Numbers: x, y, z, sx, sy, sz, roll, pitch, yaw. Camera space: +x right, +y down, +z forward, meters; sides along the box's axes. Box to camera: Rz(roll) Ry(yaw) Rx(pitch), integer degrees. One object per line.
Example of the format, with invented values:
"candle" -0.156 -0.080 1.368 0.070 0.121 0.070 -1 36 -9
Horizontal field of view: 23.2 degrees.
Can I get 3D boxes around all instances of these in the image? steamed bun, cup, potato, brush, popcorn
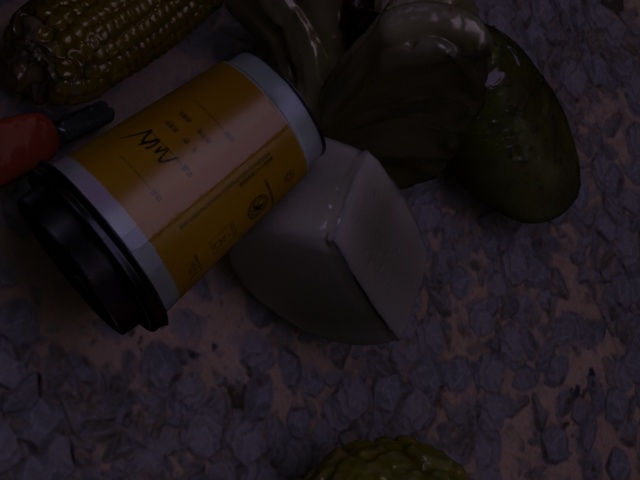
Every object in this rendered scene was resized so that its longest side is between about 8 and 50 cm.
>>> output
"steamed bun" 0.000 0.000 1.665 0.241 0.164 0.146 55 50 -49
"cup" -0.141 -0.052 1.500 0.280 0.196 0.196 -40 111 -14
"potato" 0.215 -0.140 1.900 0.176 0.141 0.298 -52 125 -29
"brush" -0.323 -0.078 1.479 0.323 0.051 0.070 -28 100 -40
"steamed bun" 0.035 -0.186 1.642 0.247 0.428 0.189 -10 75 -3
"popcorn" 0.065 0.344 1.670 0.237 0.206 0.251 -63 155 -44

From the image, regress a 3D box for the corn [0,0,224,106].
"corn" -0.198 -0.227 1.564 0.322 0.119 0.119 -40 109 -37
